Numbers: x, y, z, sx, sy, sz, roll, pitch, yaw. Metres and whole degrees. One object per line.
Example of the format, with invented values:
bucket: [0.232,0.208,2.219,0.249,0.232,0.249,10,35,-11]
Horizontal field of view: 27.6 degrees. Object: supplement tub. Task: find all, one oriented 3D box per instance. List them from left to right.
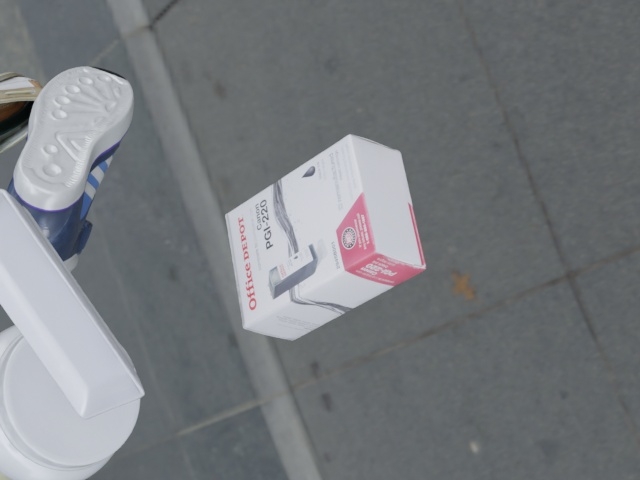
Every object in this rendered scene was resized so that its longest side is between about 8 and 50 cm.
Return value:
supplement tub: [-0.418,0.245,1.859,0.324,0.235,0.236,-26,82,51]

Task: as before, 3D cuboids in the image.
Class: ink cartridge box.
ink cartridge box: [0.000,0.000,1.504,0.218,0.092,0.159,-32,57,37]

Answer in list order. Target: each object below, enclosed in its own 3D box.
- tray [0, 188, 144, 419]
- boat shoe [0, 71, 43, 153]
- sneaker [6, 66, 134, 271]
tray: [-0.297,0.070,1.444,0.145,0.030,0.270,-25,101,49]
boat shoe: [-0.564,-0.182,2.107,0.103,0.302,0.113,21,136,34]
sneaker: [-0.366,-0.075,1.826,0.130,0.323,0.236,20,129,-5]
